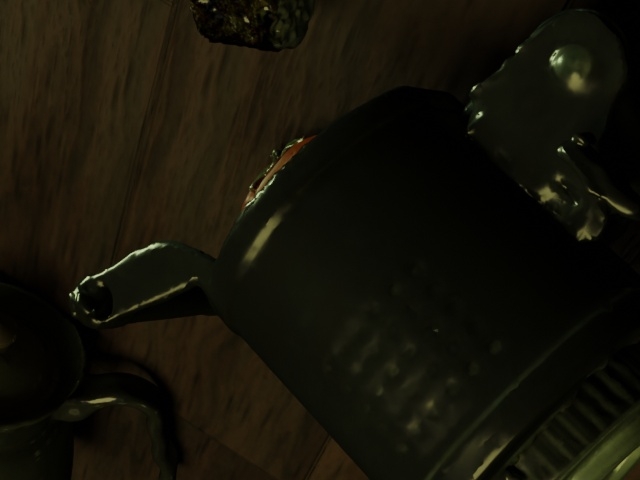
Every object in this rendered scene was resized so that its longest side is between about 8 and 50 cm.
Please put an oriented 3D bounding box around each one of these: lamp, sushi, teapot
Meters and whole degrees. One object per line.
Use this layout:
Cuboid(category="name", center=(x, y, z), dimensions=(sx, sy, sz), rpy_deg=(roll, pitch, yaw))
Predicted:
Cuboid(category="lamp", center=(0.071, 0.058, 0.833), dimensions=(0.374, 0.205, 0.272), rpy_deg=(-32, 75, 25))
Cuboid(category="sushi", center=(-0.045, -0.191, 0.867), dimensions=(0.078, 0.090, 0.150), rpy_deg=(14, 135, 21))
Cuboid(category="teapot", center=(-0.307, 0.185, 1.352), dimensions=(0.305, 0.223, 0.285), rpy_deg=(33, 134, 10))

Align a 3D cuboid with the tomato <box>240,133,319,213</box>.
Cuboid(category="tomato", center=(0.000, 0.000, 1.023), dimensions=(0.139, 0.091, 0.159), rpy_deg=(43, 139, -8))
